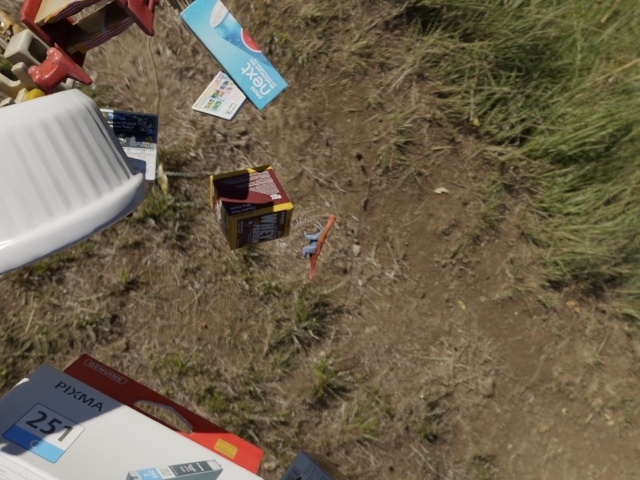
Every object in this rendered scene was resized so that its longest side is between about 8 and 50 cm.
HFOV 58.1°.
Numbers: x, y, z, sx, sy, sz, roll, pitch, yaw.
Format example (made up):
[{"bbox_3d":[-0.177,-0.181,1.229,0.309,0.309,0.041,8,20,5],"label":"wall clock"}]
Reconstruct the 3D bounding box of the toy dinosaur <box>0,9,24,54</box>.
[{"bbox_3d":[-0.723,-0.480,1.399,0.064,0.112,0.211,-17,129,32],"label":"toy dinosaur"}]

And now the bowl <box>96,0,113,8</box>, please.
[{"bbox_3d":[-0.462,-0.543,1.201,0.142,0.142,0.053,32,128,-31],"label":"bowl"}]

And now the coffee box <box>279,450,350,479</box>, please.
[{"bbox_3d":[0.037,0.622,1.365,0.098,0.246,0.141,-53,147,-4],"label":"coffee box"}]

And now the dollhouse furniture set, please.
[{"bbox_3d":[-0.441,-0.342,1.049,0.201,0.374,0.152,-17,144,22],"label":"dollhouse furniture set"}]

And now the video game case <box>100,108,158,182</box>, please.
[{"bbox_3d":[-0.468,-0.216,1.301,0.191,0.022,0.173,3,69,-15],"label":"video game case"}]

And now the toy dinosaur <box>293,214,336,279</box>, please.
[{"bbox_3d":[0.000,0.000,0.839,0.047,0.082,0.090,-34,96,-47],"label":"toy dinosaur"}]

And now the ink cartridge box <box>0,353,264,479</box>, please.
[{"bbox_3d":[-0.208,0.237,0.674,0.296,0.261,0.066,29,108,-1],"label":"ink cartridge box"}]

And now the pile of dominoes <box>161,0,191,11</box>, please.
[{"bbox_3d":[-0.414,-0.715,1.531,0.040,0.251,0.196,-39,141,-17],"label":"pile of dominoes"}]

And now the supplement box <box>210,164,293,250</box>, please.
[{"bbox_3d":[-0.209,-0.101,1.717,0.191,0.194,0.129,-15,143,-22],"label":"supplement box"}]

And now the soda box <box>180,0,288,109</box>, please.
[{"bbox_3d":[-0.155,-0.338,1.035,0.071,0.067,0.210,-41,109,-1],"label":"soda box"}]

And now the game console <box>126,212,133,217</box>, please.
[{"bbox_3d":[-0.383,-0.107,0.966,0.144,0.124,0.085,24,87,-35],"label":"game console"}]

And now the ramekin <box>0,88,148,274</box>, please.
[{"bbox_3d":[-0.325,-0.062,0.579,0.273,0.273,0.127,-19,112,-12],"label":"ramekin"}]

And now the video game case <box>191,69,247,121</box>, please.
[{"bbox_3d":[-0.265,-0.410,1.623,0.157,0.143,0.019,-59,151,-20],"label":"video game case"}]
